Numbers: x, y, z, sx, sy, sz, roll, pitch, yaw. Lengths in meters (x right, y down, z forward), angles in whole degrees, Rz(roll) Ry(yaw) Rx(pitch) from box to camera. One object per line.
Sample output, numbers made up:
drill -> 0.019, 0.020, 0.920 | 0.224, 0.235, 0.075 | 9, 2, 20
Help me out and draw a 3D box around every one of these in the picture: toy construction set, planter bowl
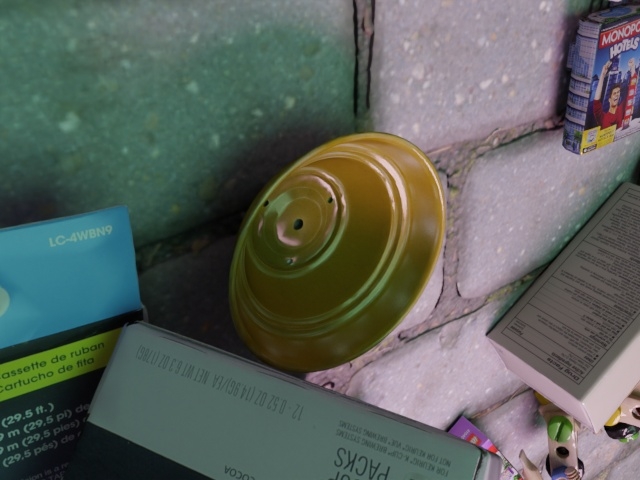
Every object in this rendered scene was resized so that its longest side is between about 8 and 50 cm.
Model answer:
toy construction set -> 0.397, 0.257, 0.899 | 0.308, 0.257, 0.237 | -27, 88, -36
planter bowl -> 0.000, 0.000, 0.527 | 0.217, 0.090, 0.217 | -16, 122, -29

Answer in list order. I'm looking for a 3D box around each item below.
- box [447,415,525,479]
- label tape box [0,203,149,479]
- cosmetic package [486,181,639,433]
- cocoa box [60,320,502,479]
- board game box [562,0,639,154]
box -> 0.170, 0.424, 0.901 | 0.293, 0.057, 0.201 | -46, 132, -7
label tape box -> -0.247, 0.142, 0.410 | 0.249, 0.115, 0.348 | -15, 119, -31
cosmetic package -> 0.398, 0.083, 0.819 | 0.309, 0.160, 0.113 | -46, 132, -6
cocoa box -> -0.006, 0.231, 0.445 | 0.228, 0.231, 0.347 | -70, 157, -13
board game box -> 0.351, -0.220, 0.688 | 0.194, 0.060, 0.194 | -22, 124, -26
